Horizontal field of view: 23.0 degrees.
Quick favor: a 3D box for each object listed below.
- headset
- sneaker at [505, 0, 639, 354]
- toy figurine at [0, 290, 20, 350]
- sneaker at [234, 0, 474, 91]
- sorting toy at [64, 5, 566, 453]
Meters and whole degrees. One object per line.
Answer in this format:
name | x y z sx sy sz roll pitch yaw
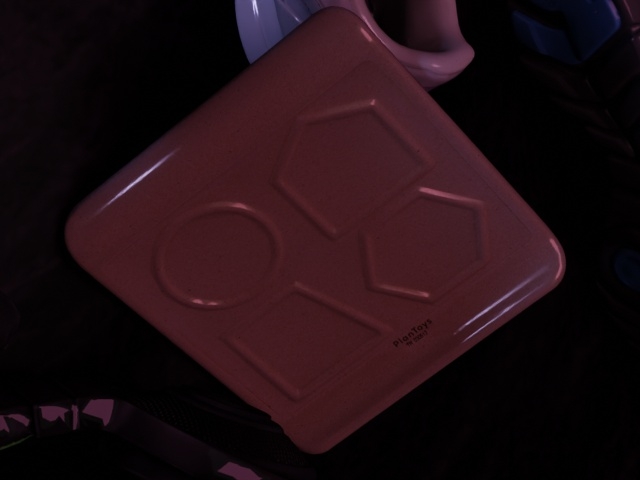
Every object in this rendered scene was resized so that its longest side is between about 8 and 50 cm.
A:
headset | -0.073 0.184 0.808 0.394 0.185 0.243 -1 98 -23
sneaker | 0.241 -0.056 1.026 0.140 0.125 0.341 -38 117 -36
toy figurine | -0.247 -0.008 0.632 0.213 0.148 0.209 -27 115 -37
sneaker | 0.010 -0.215 0.812 0.114 0.152 0.305 -26 107 -34
sorting toy | 0.000 0.000 0.836 0.193 0.038 0.208 -37 120 13
